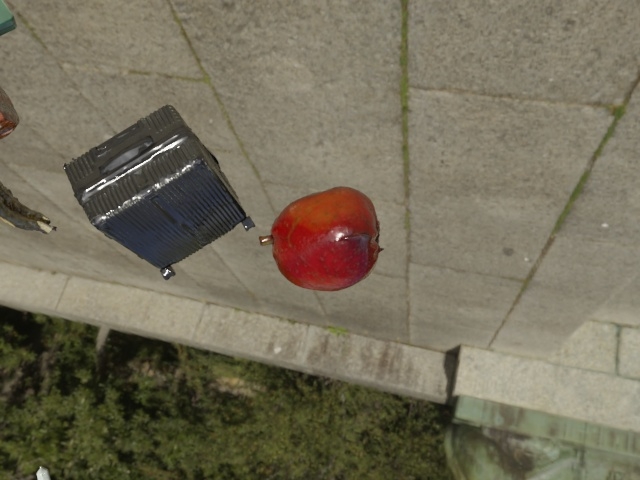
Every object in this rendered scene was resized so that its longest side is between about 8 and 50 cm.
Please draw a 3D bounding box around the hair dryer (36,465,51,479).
[{"bbox_3d":[-0.569,0.537,1.244,0.081,0.137,0.047,-13,172,-31],"label":"hair dryer"}]

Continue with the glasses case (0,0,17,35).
[{"bbox_3d":[-0.738,-0.443,1.252,0.078,0.184,0.039,53,160,4],"label":"glasses case"}]

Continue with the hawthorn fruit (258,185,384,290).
[{"bbox_3d":[0.000,0.000,1.490,0.306,0.265,0.265,-7,156,9],"label":"hawthorn fruit"}]

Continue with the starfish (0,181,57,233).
[{"bbox_3d":[-0.544,-0.118,0.882,0.082,0.432,0.324,-25,174,4],"label":"starfish"}]

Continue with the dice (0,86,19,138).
[{"bbox_3d":[-1.017,-0.385,1.770,0.179,0.174,0.175,-29,-177,1],"label":"dice"}]

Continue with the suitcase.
[{"bbox_3d":[-0.282,-0.078,1.122,0.152,0.229,0.335,57,177,17],"label":"suitcase"}]
